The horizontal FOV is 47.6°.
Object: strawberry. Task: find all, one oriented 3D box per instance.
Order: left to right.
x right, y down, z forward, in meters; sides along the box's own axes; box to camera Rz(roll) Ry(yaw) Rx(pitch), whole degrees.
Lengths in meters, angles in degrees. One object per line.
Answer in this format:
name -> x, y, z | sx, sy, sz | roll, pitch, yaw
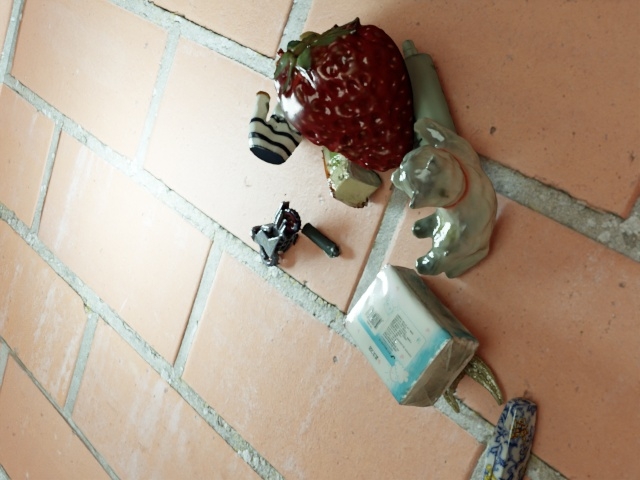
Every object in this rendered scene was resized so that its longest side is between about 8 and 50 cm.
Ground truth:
strawberry -> 0.066, -0.291, 1.590 | 0.318, 0.295, 0.345 | 1, 128, 46

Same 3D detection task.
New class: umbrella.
umbrella -> 0.001, -0.001, 1.834 | 0.133, 0.031, 0.036 | 40, 140, 31

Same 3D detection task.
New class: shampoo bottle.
shampoo bottle -> 0.229, -0.324, 1.602 | 0.085, 0.085, 0.262 | -25, 74, 38

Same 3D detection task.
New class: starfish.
starfish -> 0.288, 0.276, 1.580 | 0.138, 0.050, 0.247 | -49, 58, 32

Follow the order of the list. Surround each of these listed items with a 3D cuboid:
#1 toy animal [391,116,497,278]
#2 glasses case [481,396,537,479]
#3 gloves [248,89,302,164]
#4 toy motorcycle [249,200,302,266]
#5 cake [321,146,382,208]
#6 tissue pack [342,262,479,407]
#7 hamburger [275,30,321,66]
toy animal -> 0.245, -0.053, 1.492 | 0.266, 0.188, 0.307 | 28, 110, -1
glasses case -> 0.381, 0.440, 1.475 | 0.065, 0.087, 0.247 | 24, 107, 51
gloves -> -0.100, -0.314, 1.876 | 0.140, 0.131, 0.218 | 6, 63, 42
toy motorcycle -> -0.116, -0.027, 1.900 | 0.122, 0.080, 0.215 | 54, 136, 18
cake -> 0.077, -0.169, 1.764 | 0.086, 0.117, 0.220 | -49, 28, 26
tissue pack -> 0.190, 0.204, 1.571 | 0.201, 0.124, 0.271 | -55, 43, 17
hamburger -> -0.014, -0.428, 1.764 | 0.137, 0.175, 0.175 | -43, 63, 19
